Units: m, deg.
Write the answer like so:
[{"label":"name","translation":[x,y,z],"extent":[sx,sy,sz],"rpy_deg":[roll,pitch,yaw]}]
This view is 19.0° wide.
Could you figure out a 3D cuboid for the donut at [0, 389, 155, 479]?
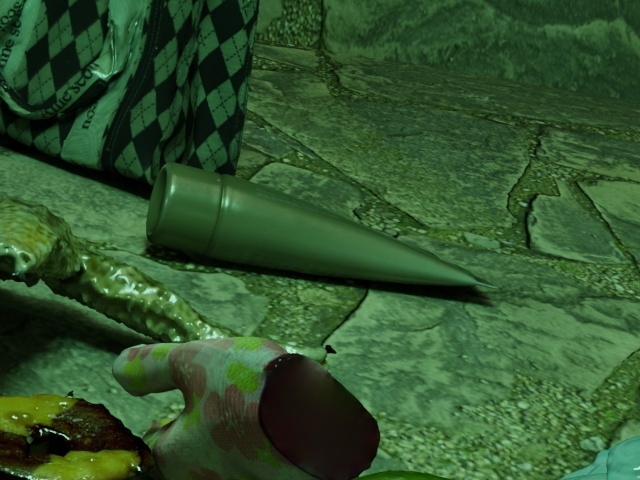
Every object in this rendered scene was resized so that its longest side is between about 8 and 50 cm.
[{"label":"donut","translation":[-0.179,0.150,1.266],"extent":[0.140,0.059,0.140],"rpy_deg":[10,16,-3]}]

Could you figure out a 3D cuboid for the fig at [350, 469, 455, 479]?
[{"label":"fig","translation":[0.021,0.237,0.981],"extent":[0.235,0.203,0.203],"rpy_deg":[-31,21,-1]}]

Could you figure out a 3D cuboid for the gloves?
[{"label":"gloves","translation":[-0.060,0.135,1.306],"extent":[0.145,0.126,0.241],"rpy_deg":[17,-24,-25]}]

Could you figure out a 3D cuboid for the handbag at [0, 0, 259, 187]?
[{"label":"handbag","translation":[-0.258,-0.250,2.159],"extent":[0.416,0.317,0.180],"rpy_deg":[21,12,32]}]

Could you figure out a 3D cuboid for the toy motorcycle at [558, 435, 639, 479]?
[{"label":"toy motorcycle","translation":[0.184,0.204,1.182],"extent":[0.206,0.154,0.260],"rpy_deg":[-20,18,-17]}]

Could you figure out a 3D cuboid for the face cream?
[{"label":"face cream","translation":[0.000,0.000,1.901],"extent":[0.341,0.084,0.137],"rpy_deg":[13,5,-16]}]

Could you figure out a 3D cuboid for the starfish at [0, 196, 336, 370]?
[{"label":"starfish","translation":[-0.231,0.009,1.532],"extent":[0.432,0.082,0.324],"rpy_deg":[18,-10,29]}]
